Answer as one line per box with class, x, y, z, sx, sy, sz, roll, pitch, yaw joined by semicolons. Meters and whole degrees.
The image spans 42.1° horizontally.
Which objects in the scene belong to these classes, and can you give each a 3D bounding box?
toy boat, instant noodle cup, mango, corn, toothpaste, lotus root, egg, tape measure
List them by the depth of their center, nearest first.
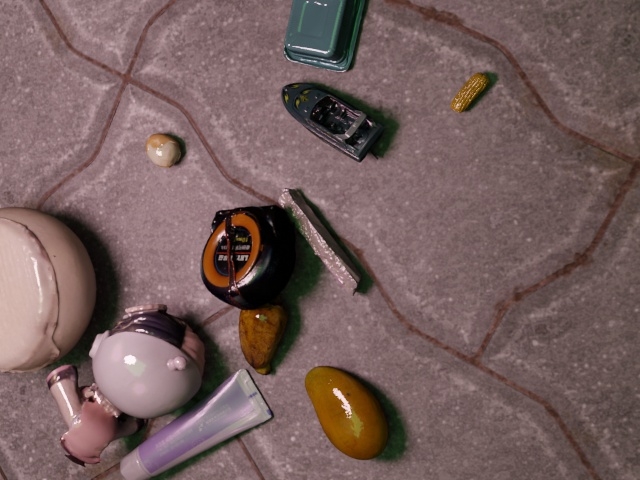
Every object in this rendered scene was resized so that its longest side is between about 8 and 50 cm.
corn;0.291;-0.289;1.626;0.037;0.037;0.092;43;109;12
toy boat;0.017;-0.252;1.696;0.246;0.103;0.093;35;80;19
instant noodle cup;-0.001;-0.445;1.704;0.157;0.070;0.179;16;100;20
mango;0.053;0.353;1.731;0.136;0.099;0.227;-48;70;23
tape measure;-0.149;0.034;1.733;0.202;0.135;0.222;-3;66;37
lotus root;-0.127;0.207;1.786;0.108;0.094;0.190;24;110;46
egg;-0.352;-0.202;1.846;0.083;0.071;0.071;35;104;17
toothpaste;-0.287;0.434;1.871;0.371;0.080;0.125;-34;82;14

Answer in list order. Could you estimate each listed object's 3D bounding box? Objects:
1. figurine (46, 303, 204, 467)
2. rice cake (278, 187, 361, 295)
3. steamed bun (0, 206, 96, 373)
figurine;-0.406;0.316;1.828;0.361;0.253;0.211;-42;42;14
rice cake;0.000;0.000;1.743;0.049;0.055;0.270;-43;80;32
steamed bun;-0.665;0.107;1.889;0.375;0.241;0.374;3;98;24
